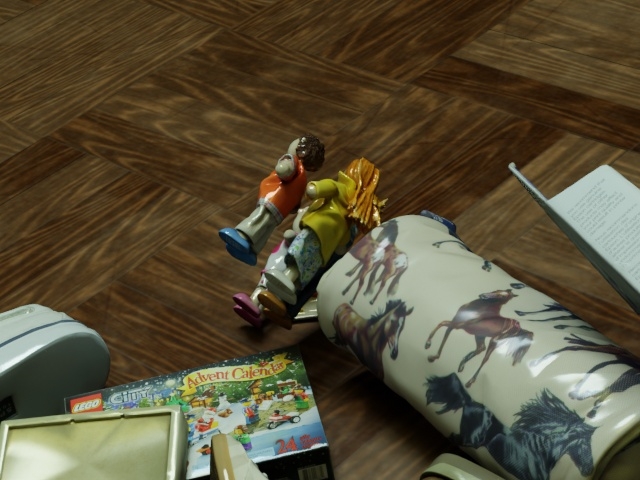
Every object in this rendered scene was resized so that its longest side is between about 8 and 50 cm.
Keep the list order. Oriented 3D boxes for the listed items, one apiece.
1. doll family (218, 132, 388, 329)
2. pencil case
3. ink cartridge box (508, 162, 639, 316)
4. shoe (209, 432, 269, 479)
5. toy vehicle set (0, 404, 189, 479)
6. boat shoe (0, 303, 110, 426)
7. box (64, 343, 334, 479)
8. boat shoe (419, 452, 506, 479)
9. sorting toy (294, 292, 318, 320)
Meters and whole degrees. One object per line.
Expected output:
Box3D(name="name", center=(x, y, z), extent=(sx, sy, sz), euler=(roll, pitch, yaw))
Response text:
Box3D(name="doll family", center=(0.000, 0.000, 1.603), extent=(0.118, 0.263, 0.163), euler=(32, 70, 13))
Box3D(name="pencil case", center=(0.177, 0.118, 1.428), extent=(0.183, 0.160, 0.410), euler=(-6, 27, -34))
Box3D(name="ink cartridge box", center=(0.326, 0.081, 1.310), extent=(0.071, 0.324, 0.330), euler=(-43, 36, 6))
Box3D(name="shoe", center=(-0.051, 0.252, 1.361), extent=(0.058, 0.076, 0.219), euler=(-4, 45, -16))
Box3D(name="toy vehicle set", center=(-0.203, 0.261, 1.372), extent=(0.166, 0.035, 0.267), euler=(-5, 47, 7))
Box3D(name="boat shoe", center=(-0.395, 0.149, 1.559), extent=(0.367, 0.136, 0.156), euler=(-28, 37, -30))
Box3D(name="box", center=(-0.116, 0.183, 1.512), extent=(0.233, 0.044, 0.159), euler=(-13, 34, -5))
Box3D(name="boat shoe", center=(0.172, 0.271, 1.263), extent=(0.104, 0.110, 0.307), euler=(-41, 35, -27))
Box3D(name="sorting toy", center=(-0.002, 0.060, 1.696), extent=(0.083, 0.012, 0.062), euler=(-7, 33, 5))
